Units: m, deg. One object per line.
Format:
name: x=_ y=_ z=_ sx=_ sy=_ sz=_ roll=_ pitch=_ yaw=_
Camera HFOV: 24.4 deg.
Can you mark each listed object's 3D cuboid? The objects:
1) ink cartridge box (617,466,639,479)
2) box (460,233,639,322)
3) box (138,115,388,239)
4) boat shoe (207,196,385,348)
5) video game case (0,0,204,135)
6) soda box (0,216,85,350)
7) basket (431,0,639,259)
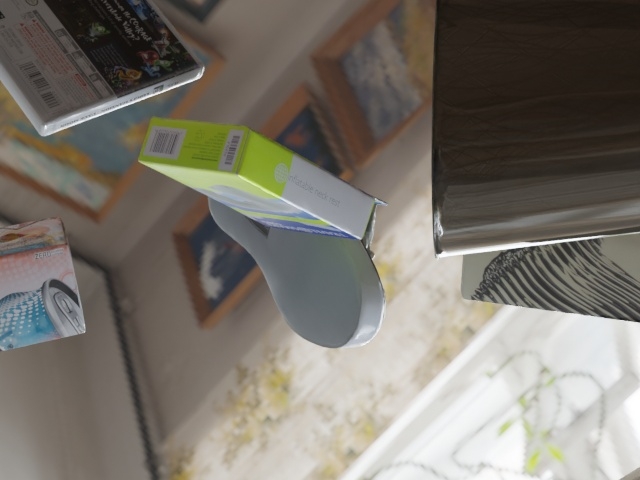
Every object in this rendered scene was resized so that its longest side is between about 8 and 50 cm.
ink cartridge box: x=0.446 y=0.293 z=1.445 sx=0.384 sy=0.279 sz=0.160 roll=-7 pitch=-90 yaw=-60
box: x=0.272 y=0.005 z=1.362 sx=0.275 sy=0.113 sz=0.094 roll=7 pitch=-145 yaw=13
box: x=-0.042 y=-0.044 z=1.145 sx=0.109 sy=0.042 sz=0.178 roll=9 pitch=168 yaw=40
boat shoe: x=-0.001 y=0.004 z=1.345 sx=0.105 sy=0.113 sz=0.306 roll=6 pitch=-162 yaw=-30
video game case: x=-0.230 y=-0.194 z=1.373 sx=0.173 sy=0.022 sz=0.190 roll=-25 pitch=-116 yaw=-30
soda box: x=-0.239 y=0.039 z=0.897 sx=0.058 sy=0.183 sz=0.063 roll=-125 pitch=25 yaw=-67
basket: x=0.183 y=-0.082 z=0.879 sx=0.154 sy=0.227 sz=0.204 roll=82 pitch=-169 yaw=-51
